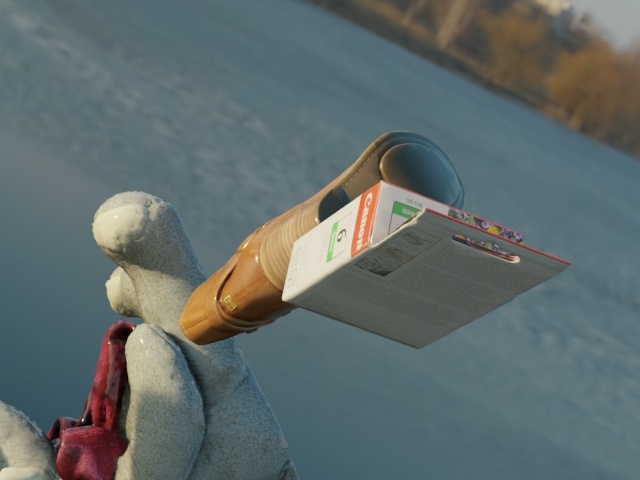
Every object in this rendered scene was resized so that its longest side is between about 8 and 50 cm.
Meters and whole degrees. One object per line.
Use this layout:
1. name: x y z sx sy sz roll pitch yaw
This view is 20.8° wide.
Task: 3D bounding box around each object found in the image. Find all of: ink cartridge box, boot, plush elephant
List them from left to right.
1. plush elephant: -0.167 0.168 1.336 0.330 0.255 0.272 62 -9 3
2. boot: 0.000 0.000 1.171 0.197 0.152 0.073 -23 80 -51
3. ink cartridge box: 0.038 0.005 0.646 0.063 0.029 0.115 20 -26 -19
